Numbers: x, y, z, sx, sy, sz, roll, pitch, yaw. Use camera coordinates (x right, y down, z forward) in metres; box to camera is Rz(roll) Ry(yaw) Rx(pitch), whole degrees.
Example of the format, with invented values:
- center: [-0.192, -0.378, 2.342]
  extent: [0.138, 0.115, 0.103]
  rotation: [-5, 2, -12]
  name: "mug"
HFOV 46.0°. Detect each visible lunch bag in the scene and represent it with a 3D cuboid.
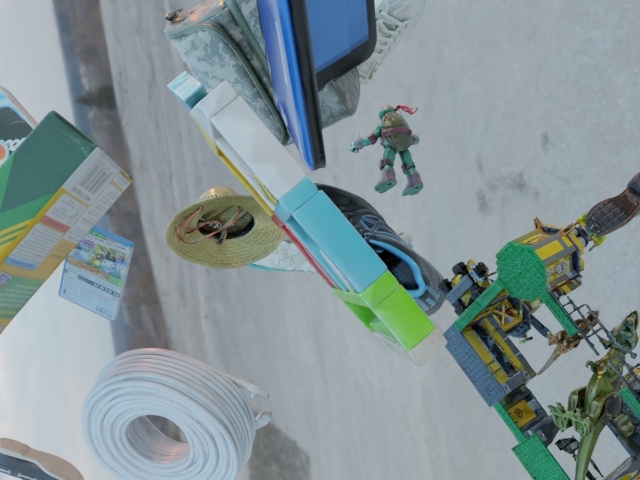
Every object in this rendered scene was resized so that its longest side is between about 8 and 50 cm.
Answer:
- center: [-0.099, -0.312, 1.332]
  extent: [0.305, 0.256, 0.213]
  rotation: [58, -155, -28]
  name: "lunch bag"

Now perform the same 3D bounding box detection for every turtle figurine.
- center: [0.155, -0.217, 1.682]
  extent: [0.118, 0.175, 0.234]
  rotation: [112, 152, -62]
  name: "turtle figurine"

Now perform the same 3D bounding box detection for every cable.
- center: [-0.225, 0.277, 1.116]
  extent: [0.257, 0.257, 0.089]
  rotation: [-60, 4, 33]
  name: "cable"

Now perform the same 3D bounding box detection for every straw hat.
- center: [-0.115, -0.031, 0.903]
  extent: [0.144, 0.144, 0.061]
  rotation: [99, 161, -49]
  name: "straw hat"

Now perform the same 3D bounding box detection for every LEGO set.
- center: [0.300, 0.125, 0.805]
  extent: [0.331, 0.192, 0.255]
  rotation: [50, 141, 25]
  name: "LEGO set"

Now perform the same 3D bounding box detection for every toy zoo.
- center: [-0.021, -0.025, 0.629]
  extent: [0.293, 0.030, 0.192]
  rotation: [49, 174, -1]
  name: "toy zoo"

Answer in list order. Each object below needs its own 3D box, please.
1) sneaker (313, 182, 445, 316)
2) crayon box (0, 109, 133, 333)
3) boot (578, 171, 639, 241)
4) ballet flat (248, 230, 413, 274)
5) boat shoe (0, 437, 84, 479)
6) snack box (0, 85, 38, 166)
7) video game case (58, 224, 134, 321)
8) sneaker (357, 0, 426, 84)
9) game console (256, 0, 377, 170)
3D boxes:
- center: [0.073, -0.002, 1.311]
  extent: [0.341, 0.125, 0.139]
  rotation: [36, -179, 19]
  name: "sneaker"
- center: [-0.399, -0.001, 0.988]
  extent: [0.083, 0.323, 0.203]
  rotation: [38, 173, 2]
  name: "crayon box"
- center: [0.685, -0.058, 1.717]
  extent: [0.082, 0.219, 0.106]
  rotation: [55, -173, 33]
  name: "boot"
- center: [0.000, 0.000, 1.479]
  extent: [0.147, 0.408, 0.147]
  rotation: [11, -90, -70]
  name: "ballet flat"
- center: [-0.598, 0.485, 1.588]
  extent: [0.075, 0.206, 0.065]
  rotation: [-56, -10, -85]
  name: "boat shoe"
- center: [-0.588, -0.082, 1.250]
  extent: [0.187, 0.322, 0.060]
  rotation: [47, 179, 4]
  name: "snack box"
- center: [-0.403, 0.053, 1.352]
  extent: [0.015, 0.119, 0.166]
  rotation: [-50, -18, -63]
  name: "video game case"
- center: [0.107, -0.375, 1.460]
  extent: [0.290, 0.106, 0.123]
  rotation: [-41, 37, 46]
  name: "sneaker"
- center: [0.016, -0.274, 0.863]
  extent: [0.250, 0.173, 0.293]
  rotation: [-114, 10, -48]
  name: "game console"
